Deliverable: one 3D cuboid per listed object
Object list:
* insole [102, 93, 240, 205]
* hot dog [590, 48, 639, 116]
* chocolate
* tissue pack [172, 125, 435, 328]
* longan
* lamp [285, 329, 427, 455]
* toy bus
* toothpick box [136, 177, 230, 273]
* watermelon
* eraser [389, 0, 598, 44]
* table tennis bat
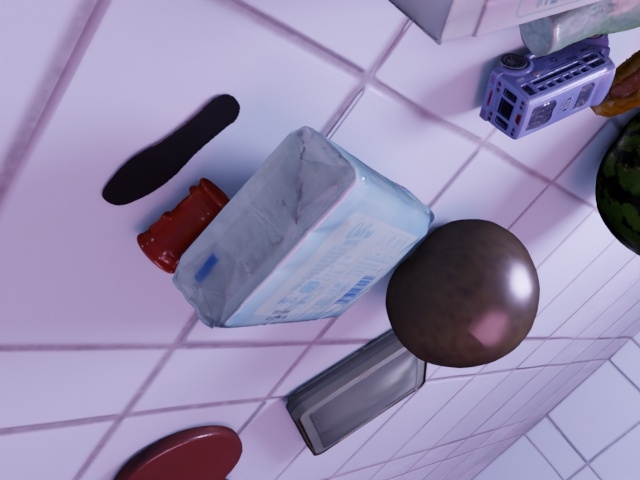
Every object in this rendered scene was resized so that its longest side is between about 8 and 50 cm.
[{"bbox_3d":[-0.121,-0.073,0.478,0.135,0.002,0.045,-39,149,2],"label":"insole"},{"bbox_3d":[0.407,-0.215,0.652,0.088,0.061,0.286,-37,177,-13],"label":"hot dog"},{"bbox_3d":[0.330,-0.268,0.585,0.291,0.110,0.110,-28,146,-10],"label":"chocolate"},{"bbox_3d":[0.000,0.000,0.567,0.177,0.089,0.263,-47,159,13],"label":"tissue pack"},{"bbox_3d":[0.197,0.077,0.802,0.213,0.198,0.198,-33,147,-5],"label":"longan"},{"bbox_3d":[0.077,0.274,1.054,0.269,0.047,0.266,-30,146,-12],"label":"lamp"},{"bbox_3d":[0.262,-0.175,0.649,0.168,0.076,0.073,-25,145,-18],"label":"toy bus"},{"bbox_3d":[-0.116,-0.014,0.515,0.083,0.047,0.047,-42,147,5],"label":"toothpick box"},{"bbox_3d":[0.576,-0.093,0.878,0.285,0.285,0.285,-25,145,-19],"label":"watermelon"},{"bbox_3d":[0.160,-0.226,0.472,0.225,0.095,0.052,-22,148,-24],"label":"eraser"},{"bbox_3d":[-0.202,0.375,0.921,0.200,0.038,0.310,-34,147,-6],"label":"table tennis bat"}]
